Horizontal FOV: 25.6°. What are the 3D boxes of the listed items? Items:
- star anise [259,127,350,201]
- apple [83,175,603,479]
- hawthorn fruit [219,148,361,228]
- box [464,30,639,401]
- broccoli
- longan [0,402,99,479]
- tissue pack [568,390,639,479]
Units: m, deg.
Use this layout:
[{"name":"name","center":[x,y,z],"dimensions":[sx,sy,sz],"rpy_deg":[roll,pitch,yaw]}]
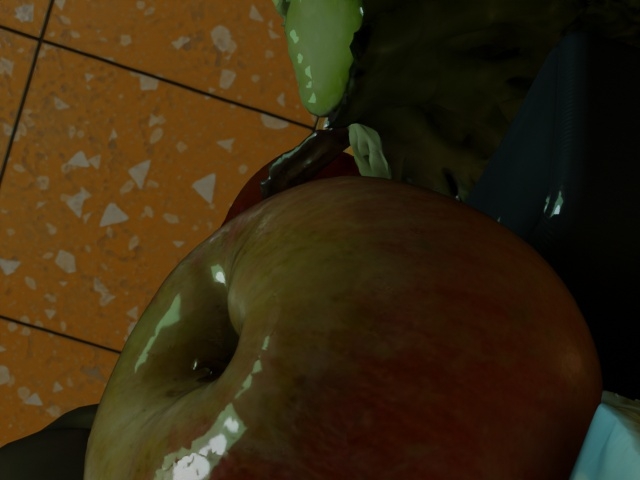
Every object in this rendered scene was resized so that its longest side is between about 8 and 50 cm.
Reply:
[{"name":"star anise","center":[0.061,-0.062,1.063],"dimensions":[0.346,0.148,0.237],"rpy_deg":[-52,14,34]},{"name":"apple","center":[0.010,0.074,0.563],"dimensions":[0.209,0.164,0.209],"rpy_deg":[-37,32,27]},{"name":"hawthorn fruit","center":[0.000,0.000,1.270],"dimensions":[0.189,0.189,0.251],"rpy_deg":[123,169,-64]},{"name":"box","center":[0.120,0.009,0.679],"dimensions":[0.201,0.090,0.145],"rpy_deg":[115,170,-49]},{"name":"broccoli","center":[0.051,-0.127,0.812],"dimensions":[0.248,0.245,0.288],"rpy_deg":[-22,84,43]},{"name":"longan","center":[-0.150,0.302,1.011],"dimensions":[0.404,0.336,0.405],"rpy_deg":[-8,-90,-81]},{"name":"tissue pack","center":[0.095,0.197,0.432],"dimensions":[0.177,0.089,0.263],"rpy_deg":[-97,23,-80]}]
